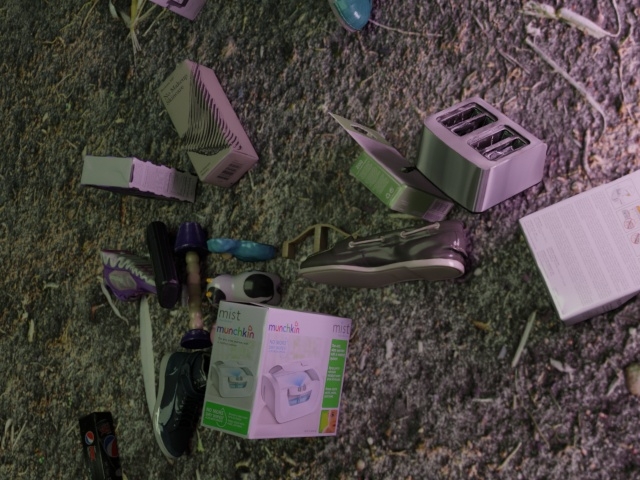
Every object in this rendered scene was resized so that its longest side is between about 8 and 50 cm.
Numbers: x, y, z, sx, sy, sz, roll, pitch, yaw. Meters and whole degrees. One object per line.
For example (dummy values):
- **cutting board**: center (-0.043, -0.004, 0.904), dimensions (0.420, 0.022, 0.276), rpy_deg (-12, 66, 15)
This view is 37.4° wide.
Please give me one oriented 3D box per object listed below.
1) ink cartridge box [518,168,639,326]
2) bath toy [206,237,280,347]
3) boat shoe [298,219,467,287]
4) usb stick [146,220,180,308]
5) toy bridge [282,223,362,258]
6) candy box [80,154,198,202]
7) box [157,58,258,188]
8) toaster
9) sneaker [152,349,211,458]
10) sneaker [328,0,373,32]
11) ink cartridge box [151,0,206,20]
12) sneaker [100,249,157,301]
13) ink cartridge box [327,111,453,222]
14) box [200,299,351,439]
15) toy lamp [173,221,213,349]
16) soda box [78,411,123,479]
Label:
- **ink cartridge box**: center (0.461, 0.010, 1.520), dimensions (0.232, 0.066, 0.189), rpy_deg (-22, 67, 10)
- **bath toy**: center (-0.164, 0.171, 1.899), dimensions (0.151, 0.129, 0.348), rpy_deg (-13, 75, 35)
- **boat shoe**: center (0.115, 0.025, 1.737), dimensions (0.335, 0.112, 0.095), rpy_deg (-5, 66, 31)
- **usb stick**: center (-0.340, 0.048, 2.026), dimensions (0.278, 0.045, 0.077), rpy_deg (-117, 38, -57)
- **toy bridge**: center (0.000, 0.000, 1.870), dimensions (0.188, 0.026, 0.063), rpy_deg (-4, 77, 36)
- **candy box**: center (-0.397, -0.135, 2.084), dimensions (0.165, 0.196, 0.070), rpy_deg (6, 86, 37)
- **box**: center (-0.247, -0.254, 2.058), dimensions (0.113, 0.094, 0.275), rpy_deg (-43, 60, 23)
- **toaster**: center (0.261, -0.143, 1.594), dimensions (0.168, 0.186, 0.110), rpy_deg (44, 147, 35)
- **sneaker**: center (-0.267, 0.340, 1.971), dimensions (0.163, 0.086, 0.226), rpy_deg (-10, 75, 38)
- **sneaker**: center (0.081, -0.564, 1.858), dimensions (0.121, 0.108, 0.302), rpy_deg (-11, 74, 40)
- **ink cartridge box**: center (-0.351, -0.578, 2.158), dimensions (0.063, 0.150, 0.109), rpy_deg (-50, 57, 19)
- **sneaker**: center (-0.417, 0.094, 2.132), dimensions (0.236, 0.095, 0.104), rpy_deg (18, 100, 42)
- **ink cartridge box**: center (0.115, -0.131, 1.715), dimensions (0.235, 0.171, 0.056), rpy_deg (46, 109, 34)
- **box**: center (-0.077, 0.237, 1.738), dimensions (0.127, 0.262, 0.231), rpy_deg (6, 85, 37)
- **toy lamp**: center (-0.272, 0.091, 2.011), dimensions (0.080, 0.080, 0.274), rpy_deg (-23, 59, 32)
- **soda box**: center (-0.498, 0.476, 2.142), dimensions (0.060, 0.053, 0.168), rpy_deg (-27, 67, 30)
